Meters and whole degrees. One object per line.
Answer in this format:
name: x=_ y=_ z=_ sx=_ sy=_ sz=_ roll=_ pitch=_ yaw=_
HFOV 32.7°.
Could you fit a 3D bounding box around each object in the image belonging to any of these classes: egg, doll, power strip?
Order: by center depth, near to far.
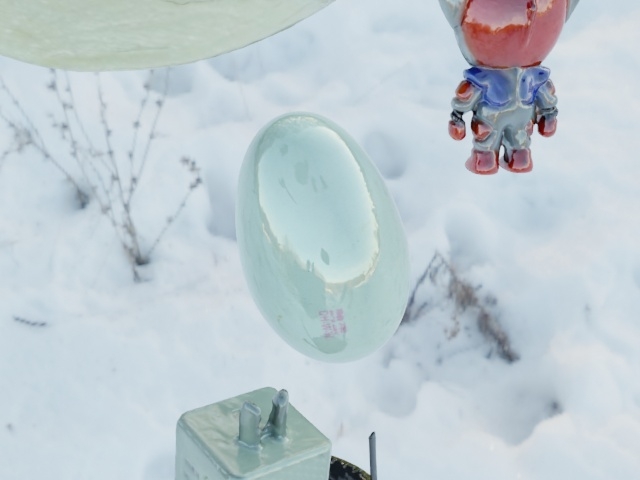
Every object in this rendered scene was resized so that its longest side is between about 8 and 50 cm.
doll: x=0.127 y=-0.141 z=0.735 sx=0.104 sy=0.194 sz=0.062 roll=0 pitch=16 yaw=1
power strip: x=-0.079 y=0.258 z=1.257 sx=0.139 sy=0.224 sz=0.140 roll=-13 pitch=32 yaw=-32
egg: x=0.000 y=0.000 z=1.485 sx=0.230 sy=0.371 sz=0.230 roll=-14 pitch=27 yaw=7

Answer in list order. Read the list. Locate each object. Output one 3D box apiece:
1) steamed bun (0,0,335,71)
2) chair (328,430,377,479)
steamed bun: x=-0.089 y=-0.229 z=0.638 sx=0.272 sy=0.273 sz=0.290 roll=30 pitch=46 yaw=-12
chair: x=-0.011 y=0.363 z=1.489 sx=0.159 sy=0.247 sz=0.172 roll=19 pitch=55 yaw=32
